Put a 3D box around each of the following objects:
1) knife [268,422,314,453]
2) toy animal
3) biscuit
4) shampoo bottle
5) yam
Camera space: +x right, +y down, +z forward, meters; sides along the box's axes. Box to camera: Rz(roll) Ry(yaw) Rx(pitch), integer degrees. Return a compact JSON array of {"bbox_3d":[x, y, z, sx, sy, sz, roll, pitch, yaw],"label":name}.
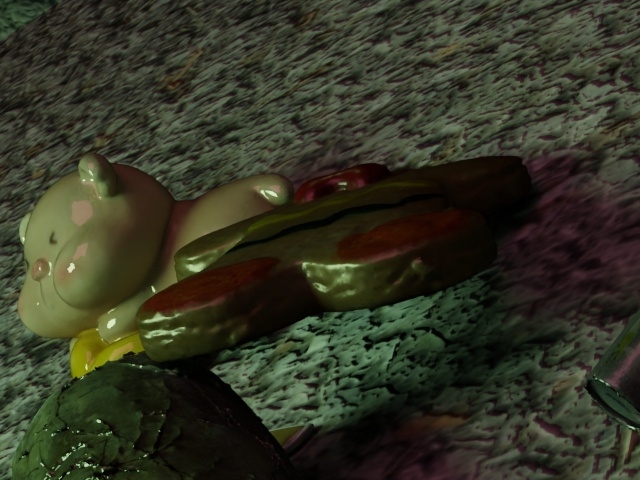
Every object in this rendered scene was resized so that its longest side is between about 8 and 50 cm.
[{"bbox_3d":[-0.104,0.218,1.838,0.256,0.022,0.046,-23,28,38],"label":"knife"},{"bbox_3d":[-0.212,0.030,2.031,0.345,0.247,0.277,-16,38,46],"label":"toy animal"},{"bbox_3d":[0.000,0.000,1.726,0.368,0.076,0.394,-15,11,16],"label":"biscuit"},{"bbox_3d":[0.293,0.049,1.446,0.214,0.072,0.072,-50,25,-14],"label":"shampoo bottle"},{"bbox_3d":[-0.117,0.244,1.576,0.241,0.241,0.348,-46,27,-4],"label":"yam"}]
